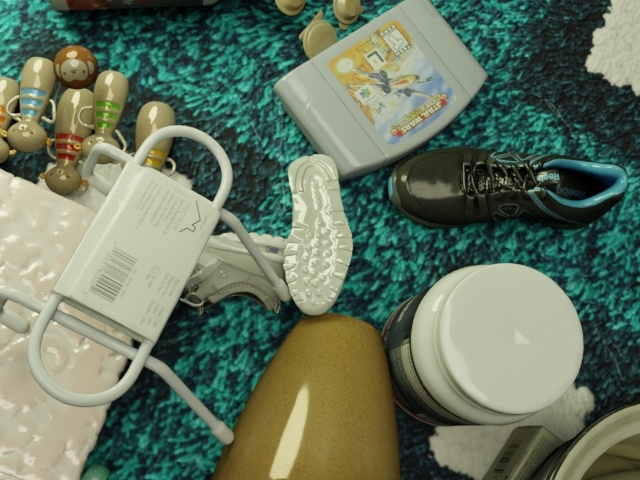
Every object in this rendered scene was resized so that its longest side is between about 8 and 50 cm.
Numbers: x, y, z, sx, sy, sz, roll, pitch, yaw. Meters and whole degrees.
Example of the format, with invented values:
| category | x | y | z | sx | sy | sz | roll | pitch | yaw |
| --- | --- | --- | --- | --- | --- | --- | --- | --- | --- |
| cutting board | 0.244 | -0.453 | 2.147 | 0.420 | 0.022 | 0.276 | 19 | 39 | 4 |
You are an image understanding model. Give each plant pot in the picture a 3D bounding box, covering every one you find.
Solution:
| category | x | y | z | sx | sy | sz | roll | pitch | yaw |
| --- | --- | --- | --- | --- | --- | --- | --- | --- | --- |
| plant pot | -0.001 | 0.229 | 0.973 | 0.237 | 0.237 | 0.254 | 15 | 59 | -5 |

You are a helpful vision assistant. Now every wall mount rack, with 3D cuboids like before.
| category | x | y | z | sx | sy | sz | roll | pitch | yaw |
| --- | --- | --- | --- | --- | --- | --- | --- | --- | --- |
| wall mount rack | -0.171 | 0.056 | 0.871 | 0.304 | 0.130 | 0.350 | 31 | 57 | -14 |

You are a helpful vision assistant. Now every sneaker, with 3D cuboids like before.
| category | x | y | z | sx | sy | sz | roll | pitch | yaw |
| --- | --- | --- | --- | --- | --- | --- | --- | --- | --- |
| sneaker | 0.270 | -0.088 | 1.120 | 0.340 | 0.139 | 0.125 | 0 | 79 | -8 |
| sneaker | -0.177 | 0.044 | 1.034 | 0.281 | 0.105 | 0.115 | 3 | 81 | -6 |
| sneaker | 0.000 | 0.000 | 1.047 | 0.090 | 0.095 | 0.235 | 0 | 59 | 4 |

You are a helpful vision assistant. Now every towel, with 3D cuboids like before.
| category | x | y | z | sx | sy | sz | roll | pitch | yaw |
| --- | --- | --- | --- | --- | --- | --- | --- | --- | --- |
| towel | -0.365 | 0.085 | 0.864 | 0.317 | 0.053 | 0.332 | 25 | 58 | -13 |

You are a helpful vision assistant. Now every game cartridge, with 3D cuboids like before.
| category | x | y | z | sx | sy | sz | roll | pitch | yaw |
| --- | --- | --- | --- | --- | --- | --- | --- | --- | --- |
| game cartridge | 0.103 | -0.227 | 1.162 | 0.297 | 0.062 | 0.198 | -36 | 82 | -19 |

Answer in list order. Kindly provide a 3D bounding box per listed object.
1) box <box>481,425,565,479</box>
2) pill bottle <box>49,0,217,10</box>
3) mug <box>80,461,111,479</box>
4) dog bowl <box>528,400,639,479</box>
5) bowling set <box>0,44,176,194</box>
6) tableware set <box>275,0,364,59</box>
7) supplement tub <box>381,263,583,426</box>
| category | x | y | z | sx | sy | sz | roll | pitch | yaw |
| --- | --- | --- | --- | --- | --- | --- | --- | --- | --- |
| box | 0.361 | 0.375 | 1.045 | 0.275 | 0.094 | 0.113 | 40 | 73 | 1 |
| pill bottle | -0.229 | -0.422 | 1.101 | 0.318 | 0.176 | 0.176 | -6 | 77 | -10 |
| mug | -0.314 | 0.356 | 0.938 | 0.157 | 0.097 | 0.129 | -20 | 80 | -14 |
| dog bowl | 0.396 | 0.400 | 0.905 | 0.408 | 0.150 | 0.408 | 6 | 68 | -14 |
| bowling set | -0.336 | -0.151 | 1.013 | 0.287 | 0.200 | 0.154 | 7 | 77 | -3 |
| tableware set | -0.001 | -0.357 | 1.160 | 0.141 | 0.020 | 0.169 | -49 | 126 | -19 |
| supplement tub | 0.191 | 0.138 | 0.982 | 0.191 | 0.272 | 0.191 | 2 | 76 | -9 |
